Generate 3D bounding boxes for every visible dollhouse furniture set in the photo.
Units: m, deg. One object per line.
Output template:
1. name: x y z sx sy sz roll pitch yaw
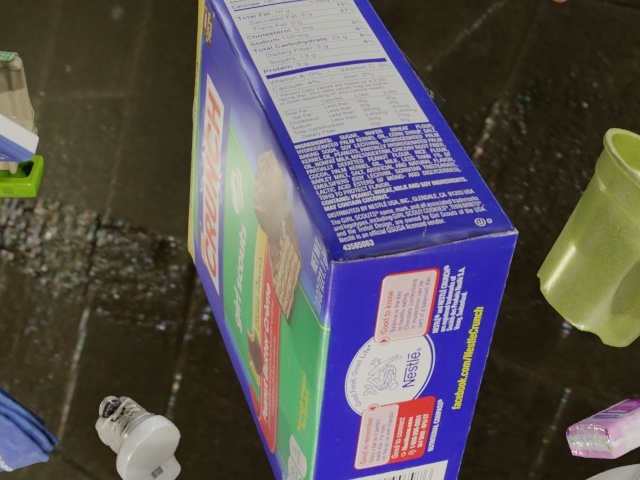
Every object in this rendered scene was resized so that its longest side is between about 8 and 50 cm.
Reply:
1. dollhouse furniture set: -0.491 -0.207 1.686 0.198 0.301 0.151 1 56 -5

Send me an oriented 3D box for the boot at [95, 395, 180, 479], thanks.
1. boot: -0.256 0.258 1.617 0.095 0.258 0.123 -38 73 -21

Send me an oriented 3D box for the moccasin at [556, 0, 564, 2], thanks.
1. moccasin: 0.387 -0.447 1.499 0.380 0.147 0.139 -51 30 -20

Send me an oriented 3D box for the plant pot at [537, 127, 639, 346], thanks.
1. plant pot: 0.470 0.012 1.844 0.254 0.276 0.276 -56 52 25

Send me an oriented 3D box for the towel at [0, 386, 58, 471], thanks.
1. towel: -0.411 0.188 0.992 0.336 0.243 0.040 -24 57 2

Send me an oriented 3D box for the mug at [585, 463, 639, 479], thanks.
1. mug: 0.433 0.454 1.516 0.276 0.374 0.328 -4 31 2

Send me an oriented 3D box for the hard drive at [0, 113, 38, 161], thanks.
1. hard drive: -0.519 -0.172 1.442 0.210 0.319 0.040 3 73 31

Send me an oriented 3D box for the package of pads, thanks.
1. package of pads: 0.259 0.162 1.051 0.050 0.083 0.032 -6 98 55

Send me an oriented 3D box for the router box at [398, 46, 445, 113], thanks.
1. router box: 0.060 -0.107 1.538 0.081 0.309 0.242 13 85 20

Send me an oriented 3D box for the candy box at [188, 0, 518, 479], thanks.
1. candy box: 0.000 0.000 0.849 0.317 0.122 0.268 -114 23 -45

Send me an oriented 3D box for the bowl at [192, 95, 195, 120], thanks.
1. bowl: -0.081 -0.197 1.868 0.312 0.163 0.311 -8 79 50
